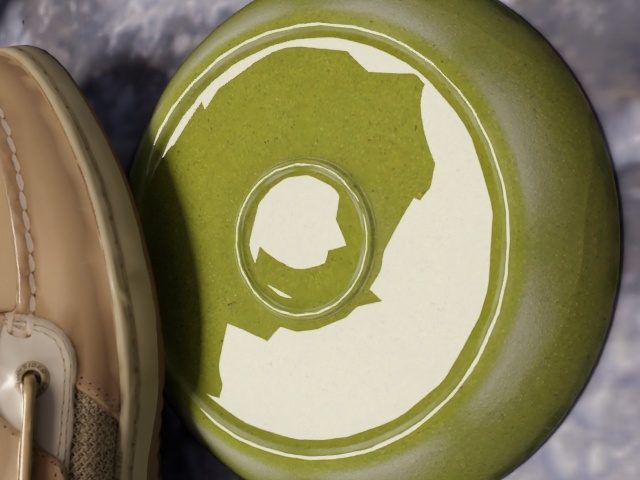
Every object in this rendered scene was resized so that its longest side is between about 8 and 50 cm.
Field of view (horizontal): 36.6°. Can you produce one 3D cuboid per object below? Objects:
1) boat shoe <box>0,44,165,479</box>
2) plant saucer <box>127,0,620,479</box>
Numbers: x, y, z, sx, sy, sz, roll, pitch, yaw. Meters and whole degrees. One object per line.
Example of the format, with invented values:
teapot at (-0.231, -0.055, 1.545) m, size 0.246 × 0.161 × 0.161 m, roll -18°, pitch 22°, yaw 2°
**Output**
boat shoe at (-0.137, 0.079, 0.421) m, size 0.122 × 0.110 × 0.340 m, roll -19°, pitch 80°, yaw 55°
plant saucer at (0.000, 0.000, 0.408) m, size 0.241 × 0.037 × 0.240 m, roll 0°, pitch 89°, yaw 29°
